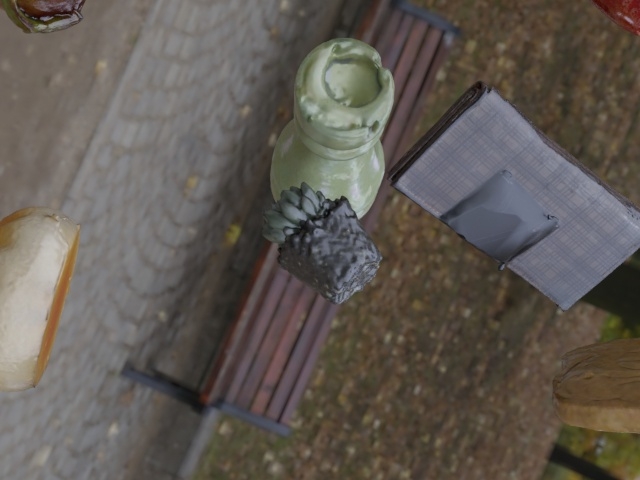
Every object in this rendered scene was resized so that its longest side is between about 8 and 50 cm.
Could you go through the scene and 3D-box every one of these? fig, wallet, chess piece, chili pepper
[{"bbox_3d":[-0.333,-0.338,1.481,0.205,0.205,0.205,23,90,-83],"label":"fig"},{"bbox_3d":[0.179,-0.033,1.118,0.124,0.230,0.042,-46,-149,19],"label":"wallet"},{"bbox_3d":[0.027,-0.187,2.310,0.442,0.234,0.234,106,9,-73],"label":"chess piece"},{"bbox_3d":[0.421,-0.327,1.725,0.073,0.123,0.070,-16,139,-27],"label":"chili pepper"}]

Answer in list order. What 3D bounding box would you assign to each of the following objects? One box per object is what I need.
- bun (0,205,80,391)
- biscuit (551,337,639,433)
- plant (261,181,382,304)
[{"bbox_3d":[-0.484,0.080,1.986,0.299,0.165,0.298,-165,-90,-82],"label":"bun"},{"bbox_3d":[0.501,0.173,1.682,0.365,0.385,0.062,-36,119,-74],"label":"biscuit"},{"bbox_3d":[0.000,0.000,2.046,0.132,0.194,0.129,-33,162,-33],"label":"plant"}]
